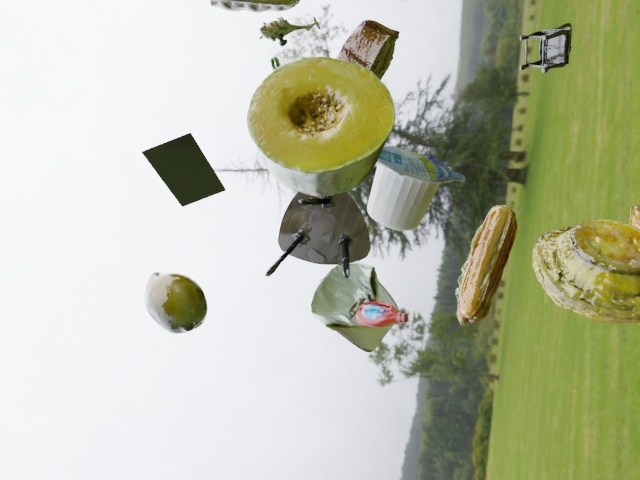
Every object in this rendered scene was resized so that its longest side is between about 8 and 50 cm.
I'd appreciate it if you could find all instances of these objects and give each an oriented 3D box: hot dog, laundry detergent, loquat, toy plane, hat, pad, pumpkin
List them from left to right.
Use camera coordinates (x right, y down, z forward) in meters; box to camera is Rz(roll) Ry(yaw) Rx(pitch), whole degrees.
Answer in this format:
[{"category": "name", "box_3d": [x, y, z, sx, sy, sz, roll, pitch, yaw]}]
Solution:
[{"category": "loquat", "box_3d": [-0.383, 0.158, 1.207, 0.152, 0.195, 0.152, -36, -22, -17]}, {"category": "pad", "box_3d": [-0.433, -0.219, 1.476, 0.245, 0.170, 0.006, 64, -174, -46]}, {"category": "toy plane", "box_3d": [-0.126, -0.849, 1.838, 0.286, 0.108, 0.092, -23, -99, -39]}, {"category": "pumpkin", "box_3d": [0.008, -0.253, 1.108, 0.199, 0.333, 0.332, 76, -157, -64]}, {"category": "hat", "box_3d": [0.130, 0.237, 1.622, 0.301, 0.168, 0.258, 45, -101, -19]}, {"category": "laundry detergent", "box_3d": [0.200, 0.234, 1.452, 0.097, 0.165, 0.049, -59, -45, -39]}, {"category": "hot dog", "box_3d": [0.433, 0.065, 1.224, 0.135, 0.100, 0.337, 35, -105, -59]}]

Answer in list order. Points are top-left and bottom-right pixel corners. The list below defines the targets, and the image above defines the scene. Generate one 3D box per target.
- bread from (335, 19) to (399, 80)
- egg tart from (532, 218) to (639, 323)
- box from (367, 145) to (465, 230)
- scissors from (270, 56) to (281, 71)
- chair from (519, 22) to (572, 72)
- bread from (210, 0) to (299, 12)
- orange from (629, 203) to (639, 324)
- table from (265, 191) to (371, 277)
[{"category": "bread", "box_3d": [0.127, -0.513, 1.344, 0.246, 0.135, 0.232, -55, -4, 37]}, {"category": "egg tart", "box_3d": [0.614, 0.045, 0.984, 0.123, 0.294, 0.294, 83, -161, -45]}, {"category": "box", "box_3d": [0.284, -0.156, 1.474, 0.262, 0.291, 0.206, -85, 11, -59]}, {"category": "scissors", "box_3d": [-0.181, -0.669, 1.913, 0.101, 0.027, 0.204, 62, 164, 11]}, {"category": "chair", "box_3d": [0.723, -0.593, 1.399, 0.113, 0.229, 0.106, 41, 148, 56]}, {"category": "bread", "box_3d": [-0.175, -0.718, 1.296, 0.152, 0.268, 0.129, 130, 139, -79]}, {"category": "orange", "box_3d": [0.892, 0.080, 1.219, 0.310, 0.274, 0.274, -66, -14, 10]}, {"category": "table", "box_3d": [0.000, 0.000, 1.403, 0.249, 0.317, 0.317, -55, -35, -67]}]
